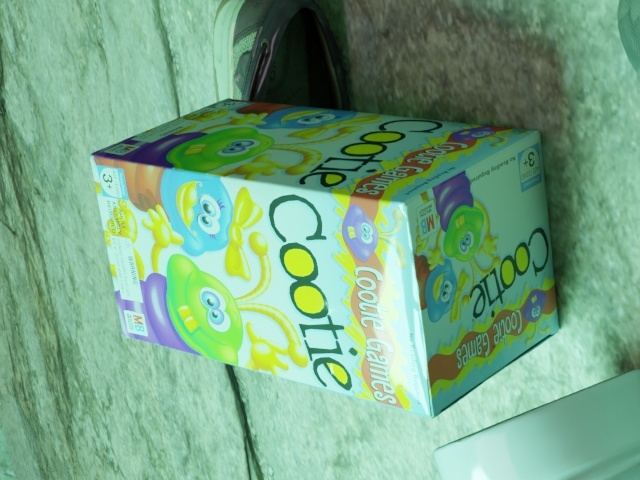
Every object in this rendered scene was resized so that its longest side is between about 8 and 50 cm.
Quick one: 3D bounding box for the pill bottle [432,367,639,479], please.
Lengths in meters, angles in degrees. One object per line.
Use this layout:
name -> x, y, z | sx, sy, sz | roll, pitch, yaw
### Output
pill bottle -> 0.178, 0.227, 0.929 | 0.283, 0.160, 0.160 | 69, 156, 8

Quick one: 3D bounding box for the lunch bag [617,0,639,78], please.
lunch bag -> 0.258, -0.071, 0.401 | 0.305, 0.212, 0.256 | 48, 152, 7

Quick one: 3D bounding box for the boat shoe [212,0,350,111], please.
boat shoe -> -0.022, -0.055, 1.242 | 0.092, 0.103, 0.285 | -150, 53, -63

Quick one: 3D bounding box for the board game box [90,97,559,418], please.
board game box -> 0.000, 0.000, 1.076 | 0.275, 0.144, 0.142 | 10, 117, 40
